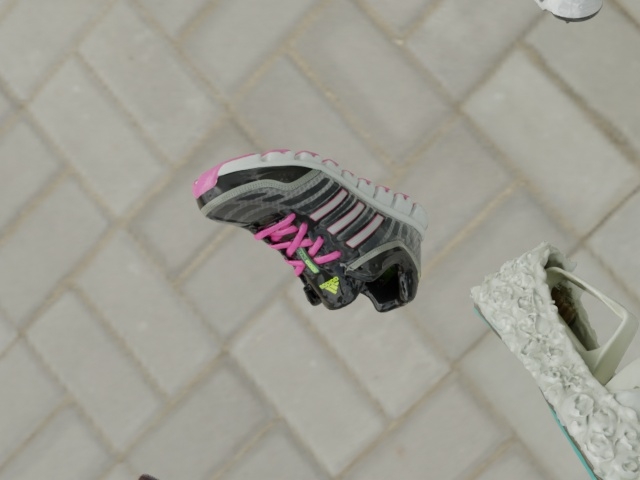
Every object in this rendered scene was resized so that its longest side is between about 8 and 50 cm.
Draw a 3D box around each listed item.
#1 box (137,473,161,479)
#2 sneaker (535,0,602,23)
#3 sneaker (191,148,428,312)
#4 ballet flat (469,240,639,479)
[{"bbox_3d":[-0.120,0.347,1.344,0.167,0.168,0.203,21,63,24],"label":"box"},{"bbox_3d":[0.188,-0.310,1.463,0.234,0.078,0.106,50,151,32],"label":"sneaker"},{"bbox_3d":[0.000,0.000,0.910,0.063,0.170,0.075,-26,58,40],"label":"sneaker"},{"bbox_3d":[0.282,0.137,1.589,0.147,0.147,0.409,-52,39,18],"label":"ballet flat"}]
